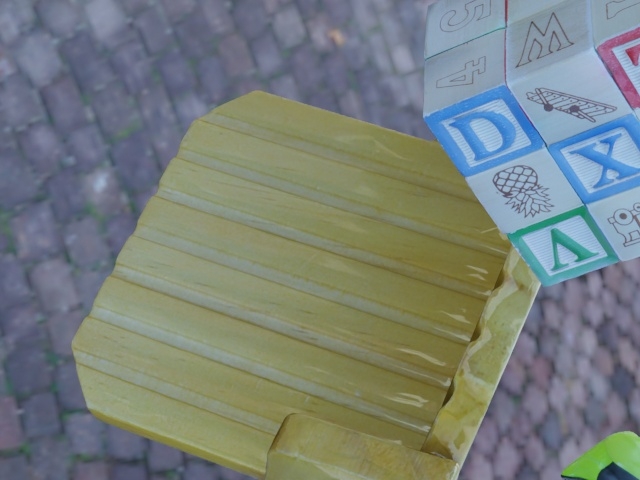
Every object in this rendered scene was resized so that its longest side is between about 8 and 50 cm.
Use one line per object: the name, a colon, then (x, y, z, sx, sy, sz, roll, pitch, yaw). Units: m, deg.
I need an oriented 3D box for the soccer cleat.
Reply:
soccer cleat: (0.212, 0.203, 1.077, 0.179, 0.072, 0.060, 63, 6, 26)

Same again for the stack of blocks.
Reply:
stack of blocks: (0.217, -0.080, 0.803, 0.171, 0.297, 0.087, 51, 29, -36)

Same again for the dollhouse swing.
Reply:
dollhouse swing: (0.000, 0.000, 1.208, 0.305, 0.315, 0.347, 24, 69, 7)
